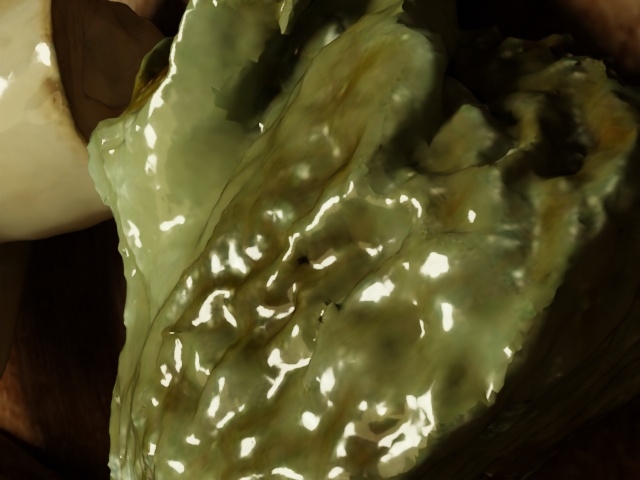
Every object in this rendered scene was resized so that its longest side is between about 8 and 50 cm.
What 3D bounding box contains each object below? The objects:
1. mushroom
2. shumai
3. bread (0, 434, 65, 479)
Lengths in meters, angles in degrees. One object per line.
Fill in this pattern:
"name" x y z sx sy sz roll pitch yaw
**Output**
"mushroom" -0.213 -0.046 0.891 0.290 0.292 0.292 -27 76 29
"shumai" 0.001 0.002 0.662 0.256 0.189 0.218 -47 64 43
"bread" -0.181 0.188 1.032 0.380 0.109 0.185 20 116 52
